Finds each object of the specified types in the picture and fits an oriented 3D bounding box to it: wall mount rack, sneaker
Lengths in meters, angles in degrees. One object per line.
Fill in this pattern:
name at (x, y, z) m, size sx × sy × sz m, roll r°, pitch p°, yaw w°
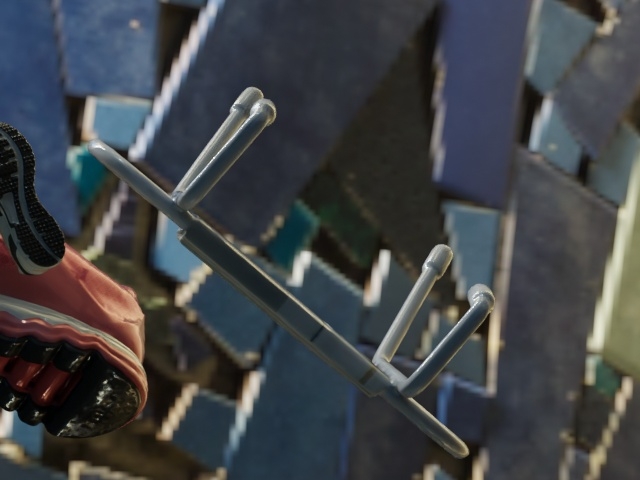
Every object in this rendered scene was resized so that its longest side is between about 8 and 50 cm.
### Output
wall mount rack at (0.000, 0.000, 1.451) m, size 0.130 × 0.350 × 0.304 m, roll -50°, pitch 6°, yaw -1°
sneaker at (-0.266, 0.029, 1.450) m, size 0.116 × 0.314 × 0.136 m, roll -47°, pitch 21°, yaw 34°
sneaker at (-0.204, -0.025, 1.299) m, size 0.044 × 0.040 × 0.109 m, roll -40°, pitch 67°, yaw 59°
